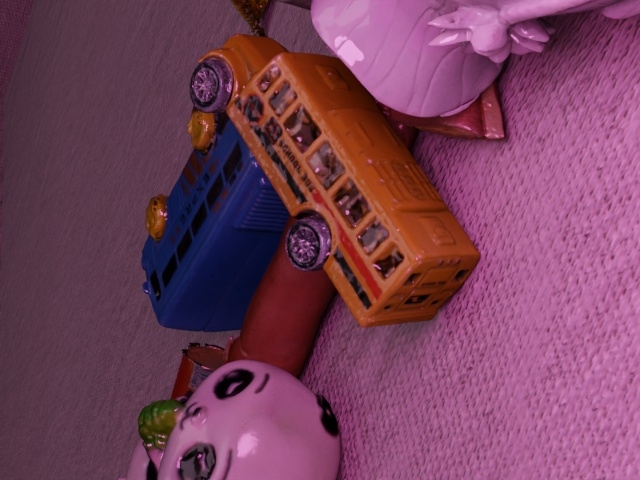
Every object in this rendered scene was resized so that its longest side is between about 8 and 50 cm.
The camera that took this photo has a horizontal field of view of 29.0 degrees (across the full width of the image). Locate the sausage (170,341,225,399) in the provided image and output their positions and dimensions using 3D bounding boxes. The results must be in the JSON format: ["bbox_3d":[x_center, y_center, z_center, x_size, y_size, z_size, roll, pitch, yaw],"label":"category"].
[{"bbox_3d":[-0.183,0.266,1.691,0.083,0.083,0.264,-122,46,-57],"label":"sausage"}]

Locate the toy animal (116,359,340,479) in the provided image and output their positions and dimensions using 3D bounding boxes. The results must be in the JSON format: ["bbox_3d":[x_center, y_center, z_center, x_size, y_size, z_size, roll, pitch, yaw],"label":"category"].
[{"bbox_3d":[-0.105,0.242,1.351,0.267,0.213,0.212,132,141,-54],"label":"toy animal"}]

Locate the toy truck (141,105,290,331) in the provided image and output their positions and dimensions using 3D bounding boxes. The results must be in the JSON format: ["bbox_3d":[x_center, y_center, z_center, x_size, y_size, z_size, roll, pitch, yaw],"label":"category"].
[{"bbox_3d":[-0.105,-0.035,1.528,0.385,0.161,0.162,-54,40,46],"label":"toy truck"}]

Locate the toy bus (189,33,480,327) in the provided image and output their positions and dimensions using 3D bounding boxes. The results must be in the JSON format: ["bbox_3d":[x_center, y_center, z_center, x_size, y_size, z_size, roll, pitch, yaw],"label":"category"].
[{"bbox_3d":[0.009,-0.075,1.179,0.123,0.121,0.335,-49,61,34],"label":"toy bus"}]

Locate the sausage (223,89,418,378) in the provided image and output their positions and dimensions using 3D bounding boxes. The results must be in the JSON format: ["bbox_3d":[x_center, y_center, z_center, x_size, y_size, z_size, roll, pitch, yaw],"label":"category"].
[{"bbox_3d":[0.000,0.000,1.355,0.094,0.094,0.419,37,124,18],"label":"sausage"}]

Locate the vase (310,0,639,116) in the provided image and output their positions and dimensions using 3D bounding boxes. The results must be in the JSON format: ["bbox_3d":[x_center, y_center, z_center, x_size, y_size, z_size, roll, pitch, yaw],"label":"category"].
[{"bbox_3d":[0.158,-0.255,0.918,0.445,0.250,0.250,142,132,-61],"label":"vase"}]

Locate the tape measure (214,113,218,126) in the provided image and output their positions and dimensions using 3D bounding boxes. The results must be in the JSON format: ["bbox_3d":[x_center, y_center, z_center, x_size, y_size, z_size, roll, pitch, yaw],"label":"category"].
[{"bbox_3d":[-0.137,-0.216,1.801,0.091,0.054,0.094,-17,68,58],"label":"tape measure"}]

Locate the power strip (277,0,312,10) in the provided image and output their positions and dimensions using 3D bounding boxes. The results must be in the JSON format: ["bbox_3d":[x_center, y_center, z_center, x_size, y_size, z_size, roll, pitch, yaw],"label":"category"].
[{"bbox_3d":[0.061,-0.400,1.279,0.357,0.161,0.357,-170,90,-68],"label":"power strip"}]

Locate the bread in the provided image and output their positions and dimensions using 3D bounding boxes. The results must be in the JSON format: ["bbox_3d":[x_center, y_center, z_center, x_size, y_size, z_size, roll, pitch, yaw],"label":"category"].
[{"bbox_3d":[0.117,-0.158,1.171,0.119,0.067,0.192,-33,51,47],"label":"bread"}]

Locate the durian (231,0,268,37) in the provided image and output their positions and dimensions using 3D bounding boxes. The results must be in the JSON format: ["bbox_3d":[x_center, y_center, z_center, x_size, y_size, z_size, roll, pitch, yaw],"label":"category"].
[{"bbox_3d":[-0.100,-0.373,1.782,0.100,0.086,0.215,74,-174,-49],"label":"durian"}]
